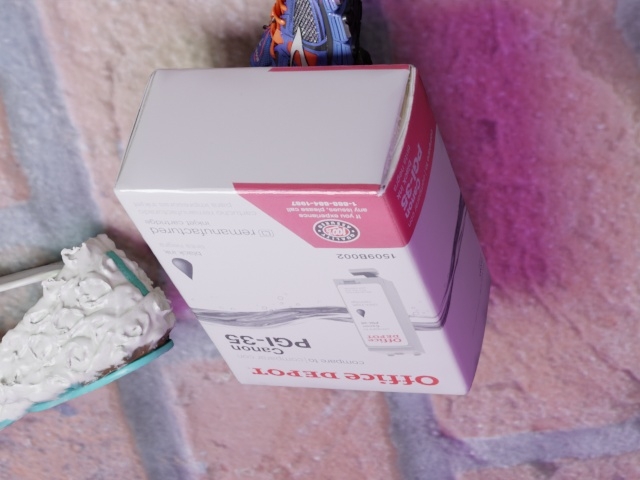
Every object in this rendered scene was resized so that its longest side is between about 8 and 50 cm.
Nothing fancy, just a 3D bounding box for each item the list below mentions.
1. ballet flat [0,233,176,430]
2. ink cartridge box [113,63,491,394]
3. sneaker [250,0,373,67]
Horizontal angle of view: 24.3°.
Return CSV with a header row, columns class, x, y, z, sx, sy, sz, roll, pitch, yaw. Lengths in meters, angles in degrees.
class,x,y,z,sx,sy,sz,roll,pitch,yaw
ballet flat,-0.305,0.116,1.308,0.409,0.147,0.147,-29,125,21
ink cartridge box,0.000,0.000,1.122,0.207,0.117,0.283,1,146,20
sneaker,-0.012,-0.145,1.083,0.087,0.083,0.221,-4,130,9
